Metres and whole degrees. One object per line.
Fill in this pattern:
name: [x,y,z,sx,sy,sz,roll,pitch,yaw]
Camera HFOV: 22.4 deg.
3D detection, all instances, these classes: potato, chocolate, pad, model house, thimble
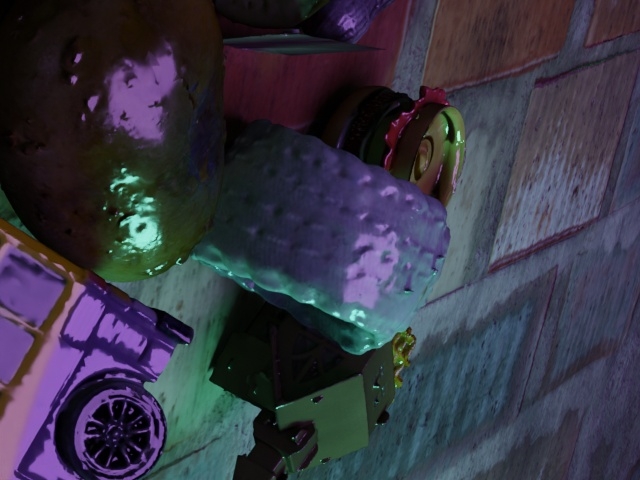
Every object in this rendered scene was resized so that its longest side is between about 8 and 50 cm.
potato: [-0.168,-0.094,1.314,0.210,0.173,0.307,-55,151,-41]
chocolate: [0.041,-0.260,1.673,0.167,0.072,0.072,-47,147,-28]
pad: [-0.026,-0.191,1.564,0.187,0.113,0.006,-3,91,-61]
model house: [-0.050,0.190,1.735,0.248,0.176,0.181,-54,159,-26]
thimble: [0.000,0.000,1.614,0.172,0.250,0.205,-64,-174,-5]

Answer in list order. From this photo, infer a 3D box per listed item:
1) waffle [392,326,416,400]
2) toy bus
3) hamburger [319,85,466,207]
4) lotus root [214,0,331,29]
waffle: [0.047,0.159,2.006,0.197,0.070,0.193,-47,148,-34]
toy bus: [-0.314,0.196,1.183,0.249,0.209,0.440,35,78,-26]
hamburger: [0.072,-0.093,1.782,0.175,0.136,0.175,-38,137,-47]
lotus root: [0.037,-0.346,1.523,0.260,0.149,0.267,-31,140,-47]
